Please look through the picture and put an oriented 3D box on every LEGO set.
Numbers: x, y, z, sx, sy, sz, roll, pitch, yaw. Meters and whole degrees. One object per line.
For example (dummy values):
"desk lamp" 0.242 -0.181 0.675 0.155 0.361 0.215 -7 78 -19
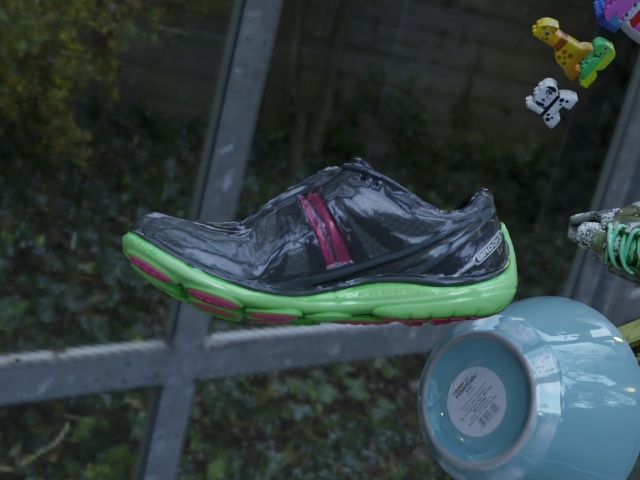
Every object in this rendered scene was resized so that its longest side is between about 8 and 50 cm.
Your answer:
"LEGO set" 0.341 -0.271 1.543 0.093 0.227 0.087 27 36 -16

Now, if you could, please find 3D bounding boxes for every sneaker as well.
"sneaker" 0.000 0.000 1.403 0.482 0.202 0.185 2 -10 -15
"sneaker" 0.518 0.020 1.908 0.182 0.158 0.410 5 6 -6

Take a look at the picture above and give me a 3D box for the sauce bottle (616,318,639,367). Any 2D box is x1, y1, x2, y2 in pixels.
"sauce bottle" 0.501 0.136 1.566 0.111 0.111 0.344 0 -23 -38

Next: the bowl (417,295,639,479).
"bowl" 0.251 0.215 1.519 0.311 0.312 0.163 29 9 42

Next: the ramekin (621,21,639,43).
"ramekin" 0.569 -0.387 1.789 0.207 0.109 0.207 1 47 -1
